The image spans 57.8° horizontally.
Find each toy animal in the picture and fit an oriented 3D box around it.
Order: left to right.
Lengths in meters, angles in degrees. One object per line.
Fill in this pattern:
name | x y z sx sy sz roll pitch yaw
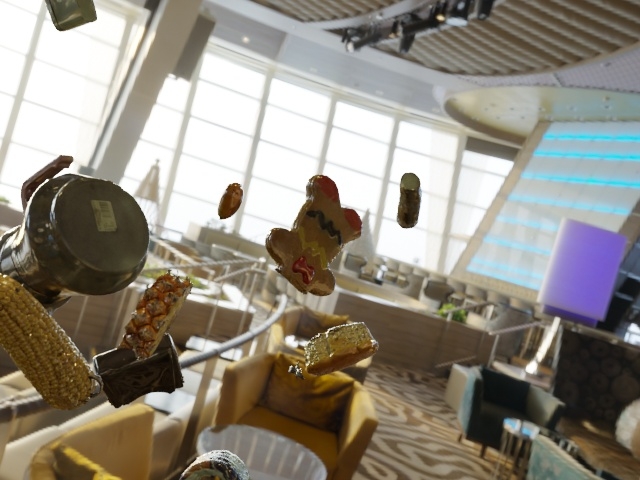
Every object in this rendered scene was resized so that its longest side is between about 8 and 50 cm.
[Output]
toy animal | -0.069 0.398 1.784 0.028 0.050 0.084 35 -19 -32

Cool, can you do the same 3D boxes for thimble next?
thimble | -0.352 0.824 1.909 0.237 0.237 0.150 17 -1 6

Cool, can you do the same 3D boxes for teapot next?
teapot | -0.639 -0.011 1.436 0.361 0.376 0.305 -24 -13 32

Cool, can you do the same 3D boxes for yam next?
yam | 0.206 -0.089 1.348 0.061 0.061 0.274 17 -14 11

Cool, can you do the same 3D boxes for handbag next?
handbag | -0.655 0.483 2.111 0.285 0.257 0.113 -17 36 -15

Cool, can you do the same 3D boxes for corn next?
corn | -0.505 0.189 1.036 0.106 0.106 0.293 17 -40 52

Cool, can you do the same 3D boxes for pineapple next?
pineapple | -0.359 0.145 1.300 0.079 0.135 0.233 27 44 -1

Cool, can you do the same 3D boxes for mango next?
mango | -0.276 -0.121 1.758 0.063 0.127 0.077 34 19 24

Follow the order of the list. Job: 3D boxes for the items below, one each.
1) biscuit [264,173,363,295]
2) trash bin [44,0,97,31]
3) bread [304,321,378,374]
biscuit | 0.000 0.000 2.125 0.076 0.394 0.368 7 -35 50
trash bin | -0.686 -0.643 1.590 0.130 0.116 0.059 0 23 32
bread | 0.061 0.353 1.862 0.174 0.245 0.121 62 4 -61
